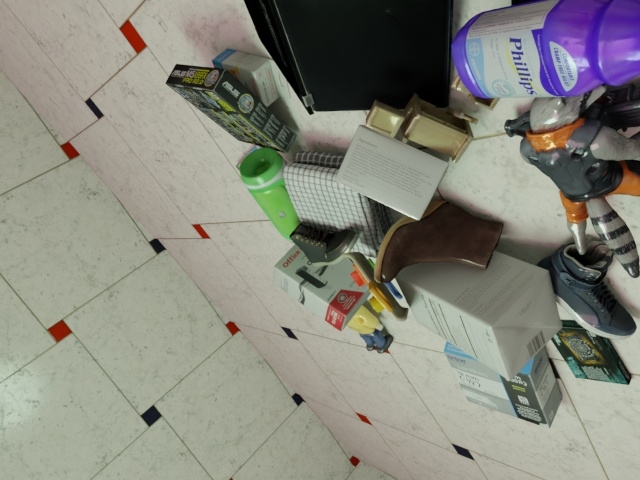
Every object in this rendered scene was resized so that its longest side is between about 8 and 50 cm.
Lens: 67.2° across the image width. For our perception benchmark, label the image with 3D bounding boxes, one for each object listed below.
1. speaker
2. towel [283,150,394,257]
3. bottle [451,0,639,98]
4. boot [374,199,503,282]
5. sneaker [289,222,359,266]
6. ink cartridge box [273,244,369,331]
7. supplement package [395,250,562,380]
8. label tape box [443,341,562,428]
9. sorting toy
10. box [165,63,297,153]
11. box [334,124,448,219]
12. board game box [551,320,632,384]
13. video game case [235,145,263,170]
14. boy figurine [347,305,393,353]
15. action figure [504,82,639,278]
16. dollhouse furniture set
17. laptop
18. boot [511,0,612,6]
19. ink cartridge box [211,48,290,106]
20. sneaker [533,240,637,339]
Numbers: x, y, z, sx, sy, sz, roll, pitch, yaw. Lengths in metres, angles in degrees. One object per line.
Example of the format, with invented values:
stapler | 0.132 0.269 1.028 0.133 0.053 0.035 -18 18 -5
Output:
speaker | -0.105 -0.115 1.331 0.131 0.131 0.296 20 156 36
towel | 0.057 -0.097 1.241 0.235 0.121 0.283 12 144 33
bottle | 0.296 -0.235 0.589 0.118 0.092 0.283 51 165 -32
boot | 0.250 0.018 1.022 0.207 0.248 0.090 23 153 27
sneaker | 0.000 0.000 1.231 0.118 0.083 0.222 42 150 -14
ink cartridge box | 0.015 0.116 1.501 0.273 0.197 0.114 33 149 16
supplement package | 0.341 0.131 1.070 0.293 0.177 0.175 30 155 55
label tape box | 0.480 0.332 1.310 0.249 0.115 0.347 6 137 47
sorting toy | 0.122 0.108 1.115 0.196 0.047 0.348 50 -171 8
box | -0.218 -0.326 1.199 0.216 0.060 0.270 22 172 41
box | 0.146 -0.136 0.959 0.182 0.119 0.181 26 -167 9
board game box | 0.620 0.259 1.124 0.186 0.026 0.126 52 150 -18
video game case | -0.154 -0.184 1.480 0.212 0.023 0.193 48 151 -11
boy figurine | 0.134 0.269 1.677 0.177 0.092 0.285 -4 127 54
action figure | 0.435 -0.112 0.698 0.330 0.178 0.341 41 157 -20
dollhouse furniture set | 0.195 -0.255 0.842 0.182 0.101 0.161 20 129 -10
laptop | 0.013 -0.429 0.838 0.407 0.236 0.382 60 178 27
boot | 0.328 -0.345 0.583 0.246 0.094 0.207 18 148 47
ink cartridge box | -0.168 -0.391 1.174 0.181 0.061 0.104 24 149 29
sneaker | 0.541 0.094 0.932 0.226 0.086 0.163 37 154 12
